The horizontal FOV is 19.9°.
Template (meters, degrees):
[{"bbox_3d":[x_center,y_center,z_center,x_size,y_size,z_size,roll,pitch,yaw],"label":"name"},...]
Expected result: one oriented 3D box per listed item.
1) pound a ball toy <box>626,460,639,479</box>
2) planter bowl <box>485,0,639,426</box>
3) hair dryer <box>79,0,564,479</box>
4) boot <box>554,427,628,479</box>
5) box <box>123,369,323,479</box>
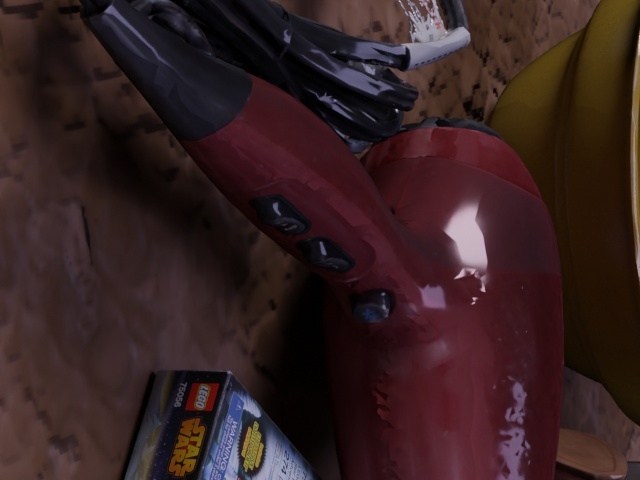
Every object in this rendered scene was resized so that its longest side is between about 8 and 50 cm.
[{"bbox_3d":[0.133,0.254,0.768,0.208,0.135,0.319,50,40,-87],"label":"pound a ball toy"},{"bbox_3d":[0.122,-0.014,0.760,0.217,0.090,0.217,12,76,-62],"label":"planter bowl"},{"bbox_3d":[0.000,0.000,0.550,0.223,0.080,0.293,-27,97,-57],"label":"hair dryer"},{"bbox_3d":[0.068,0.105,0.643,0.118,0.042,0.087,-150,-109,-72],"label":"boot"},{"bbox_3d":[-0.034,0.119,0.522,0.094,0.027,0.137,55,42,-49],"label":"box"}]
